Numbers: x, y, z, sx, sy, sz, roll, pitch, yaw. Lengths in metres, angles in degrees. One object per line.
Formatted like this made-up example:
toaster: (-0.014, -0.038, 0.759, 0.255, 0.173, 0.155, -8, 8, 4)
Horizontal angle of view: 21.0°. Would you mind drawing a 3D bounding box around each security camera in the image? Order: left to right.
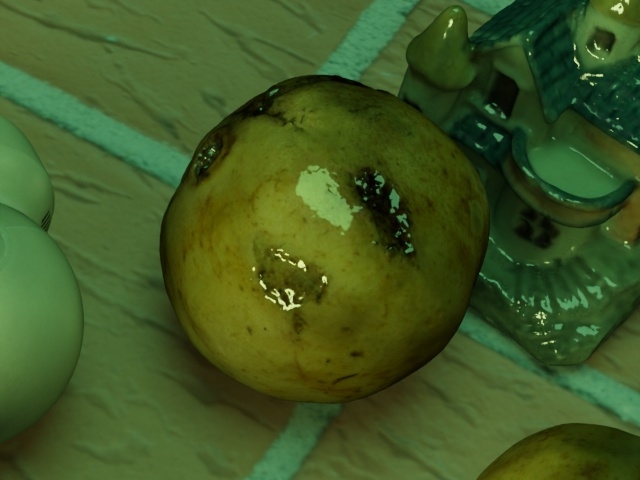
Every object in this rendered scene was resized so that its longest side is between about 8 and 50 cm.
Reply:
security camera: (-0.268, 0.042, 1.270, 0.194, 0.194, 0.236, -11, 55, -22)

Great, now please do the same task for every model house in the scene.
model house: (0.196, -0.105, 1.417, 0.267, 0.325, 0.194, 38, 50, 19)

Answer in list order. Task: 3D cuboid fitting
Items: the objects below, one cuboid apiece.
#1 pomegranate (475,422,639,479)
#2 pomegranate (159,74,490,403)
pomegranate: (0.187, 0.234, 1.196, 0.233, 0.233, 0.233, 7, 48, -8)
pomegranate: (0.000, 0.000, 1.344, 0.260, 0.260, 0.260, 7, 48, -8)
